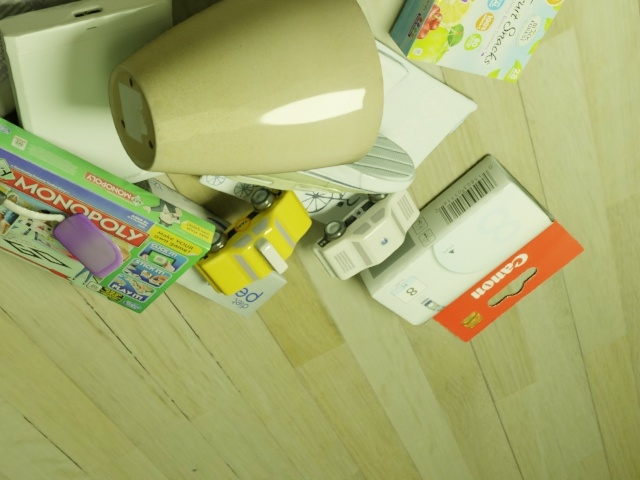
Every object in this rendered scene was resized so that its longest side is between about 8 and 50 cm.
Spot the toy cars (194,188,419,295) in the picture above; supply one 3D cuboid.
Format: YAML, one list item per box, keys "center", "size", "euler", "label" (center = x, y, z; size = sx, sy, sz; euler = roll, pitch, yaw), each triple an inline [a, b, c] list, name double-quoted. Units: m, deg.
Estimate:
- center: [0.000, 0.000, 1.517]
  size: [0.393, 0.087, 0.177]
  euler: [-6, 120, -32]
  label: "toy cars"

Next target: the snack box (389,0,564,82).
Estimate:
- center: [0.230, -0.329, 1.415]
  size: [0.207, 0.070, 0.174]
  euler: [5, 128, -31]
  label: "snack box"

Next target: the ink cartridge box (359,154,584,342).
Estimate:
- center: [0.295, 0.054, 1.797]
  size: [0.308, 0.091, 0.385]
  euler: [-41, 134, 15]
  label: "ink cartridge box"

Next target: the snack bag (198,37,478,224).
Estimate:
- center: [0.034, -0.151, 1.517]
  size: [0.342, 0.037, 0.323]
  euler: [23, 118, -39]
  label: "snack bag"

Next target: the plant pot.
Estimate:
- center: [-0.108, -0.182, 1.216]
  size: [0.274, 0.256, 0.256]
  euler: [-20, 138, -29]
  label: "plant pot"

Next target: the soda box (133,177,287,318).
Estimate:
- center: [-0.186, 0.014, 1.529]
  size: [0.098, 0.091, 0.286]
  euler: [-42, 134, 16]
  label: "soda box"

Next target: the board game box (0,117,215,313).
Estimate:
- center: [-0.331, -0.024, 1.339]
  size: [0.317, 0.046, 0.213]
  euler: [28, 139, -22]
  label: "board game box"

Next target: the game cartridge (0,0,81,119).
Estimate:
- center: [-0.434, -0.248, 1.189]
  size: [0.355, 0.068, 0.230]
  euler: [-38, 140, 13]
  label: "game cartridge"

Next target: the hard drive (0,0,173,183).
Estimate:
- center: [-0.287, -0.178, 1.281]
  size: [0.203, 0.040, 0.308]
  euler: [-19, 147, -19]
  label: "hard drive"

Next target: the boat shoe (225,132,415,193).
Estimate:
- center: [-0.009, -0.118, 1.445]
  size: [0.302, 0.109, 0.094]
  euler: [12, 140, -22]
  label: "boat shoe"

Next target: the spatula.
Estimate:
- center: [-0.378, -0.044, 1.258]
  size: [0.296, 0.030, 0.084]
  euler: [34, 139, -28]
  label: "spatula"
